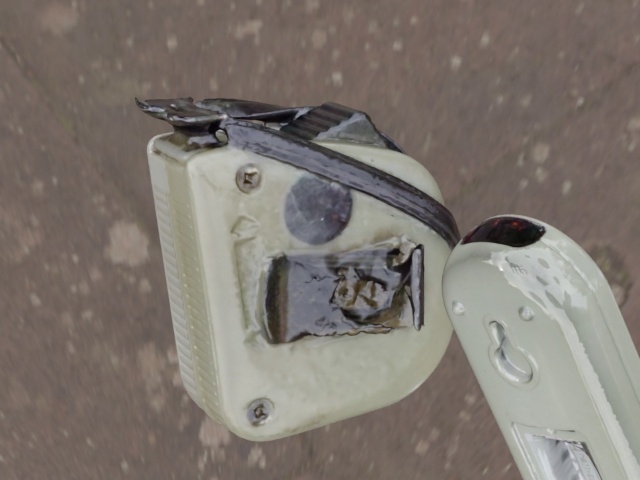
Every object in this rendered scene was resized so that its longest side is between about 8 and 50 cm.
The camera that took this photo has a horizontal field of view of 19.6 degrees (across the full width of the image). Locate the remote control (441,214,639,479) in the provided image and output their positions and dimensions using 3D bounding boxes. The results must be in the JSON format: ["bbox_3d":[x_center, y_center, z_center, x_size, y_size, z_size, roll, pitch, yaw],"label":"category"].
[{"bbox_3d":[0.115,0.088,0.813,0.042,0.078,0.221,-43,119,-32],"label":"remote control"}]

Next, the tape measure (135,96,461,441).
[{"bbox_3d":[0.000,0.000,1.404,0.231,0.133,0.271,-16,107,-21],"label":"tape measure"}]
